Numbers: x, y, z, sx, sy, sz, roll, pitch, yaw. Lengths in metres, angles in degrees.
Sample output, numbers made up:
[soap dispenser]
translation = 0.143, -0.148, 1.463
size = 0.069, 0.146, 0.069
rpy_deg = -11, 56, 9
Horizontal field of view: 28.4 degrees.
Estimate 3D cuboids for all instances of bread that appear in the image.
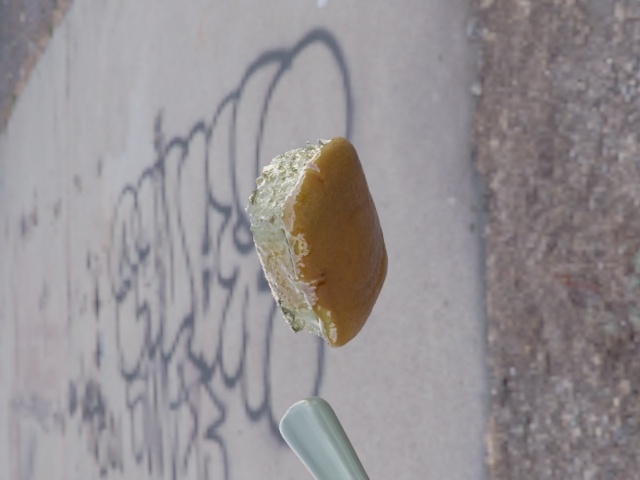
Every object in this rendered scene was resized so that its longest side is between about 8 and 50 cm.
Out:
[bread]
translation = 0.000, 0.000, 1.510
size = 0.174, 0.121, 0.245
rpy_deg = -65, -30, -45

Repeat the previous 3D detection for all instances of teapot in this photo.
[teapot]
translation = 0.064, 0.300, 1.223
size = 0.149, 0.318, 0.220
rpy_deg = -61, -8, 14
